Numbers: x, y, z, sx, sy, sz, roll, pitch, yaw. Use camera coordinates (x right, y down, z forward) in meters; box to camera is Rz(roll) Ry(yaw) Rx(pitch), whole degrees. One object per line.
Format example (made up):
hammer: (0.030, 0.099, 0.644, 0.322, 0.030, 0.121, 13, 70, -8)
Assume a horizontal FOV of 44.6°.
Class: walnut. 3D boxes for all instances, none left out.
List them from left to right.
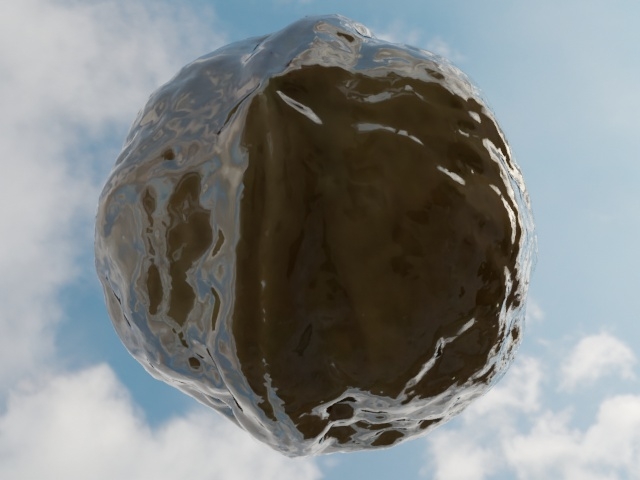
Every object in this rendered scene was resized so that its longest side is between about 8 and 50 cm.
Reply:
walnut: (-0.002, 0.003, 0.557, 0.306, 0.306, 0.344, -42, -31, -14)
